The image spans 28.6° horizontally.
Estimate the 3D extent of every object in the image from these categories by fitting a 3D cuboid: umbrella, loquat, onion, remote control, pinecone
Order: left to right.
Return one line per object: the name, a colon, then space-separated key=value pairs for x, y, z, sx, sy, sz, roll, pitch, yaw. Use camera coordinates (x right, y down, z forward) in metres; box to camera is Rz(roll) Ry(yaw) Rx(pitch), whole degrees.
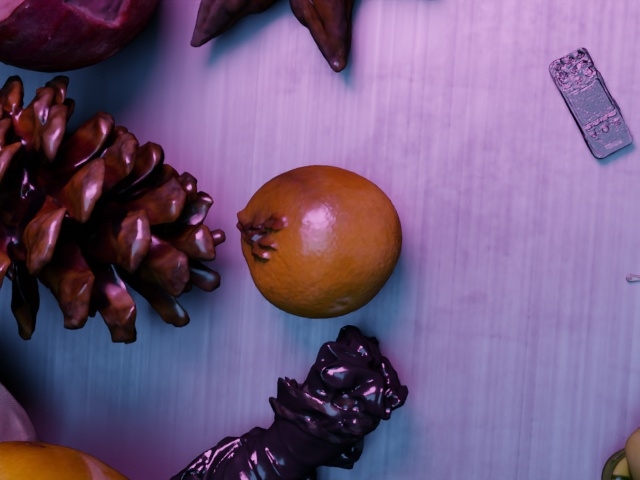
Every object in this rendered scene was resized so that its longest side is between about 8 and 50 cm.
onion: x=-0.245 y=-0.255 z=1.073 sx=0.272 sy=0.230 sz=0.256 roll=-43 pitch=74 yaw=10
pinecone: x=-0.231 y=-0.013 z=1.078 sx=0.309 sy=0.244 sz=0.244 roll=26 pitch=98 yaw=-20
umbrella: x=-0.036 y=0.196 z=1.116 sx=0.272 sy=0.122 sz=0.110 roll=-46 pitch=39 yaw=13
loquat: x=0.000 y=0.000 z=1.086 sx=0.141 sy=0.141 sz=0.141 roll=0 pitch=92 yaw=12
remote control: x=0.235 y=-0.119 z=1.092 sx=0.039 sy=0.014 sz=0.096 roll=-28 pitch=85 yaw=11

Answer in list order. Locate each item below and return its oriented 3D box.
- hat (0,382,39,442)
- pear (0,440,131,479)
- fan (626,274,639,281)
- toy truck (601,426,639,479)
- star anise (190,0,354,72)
hat: x=-0.398 y=0.190 z=1.175 sx=0.219 sy=0.164 sz=0.226 roll=41 pitch=78 yaw=9
pear: x=-0.242 y=0.326 z=1.083 sx=0.285 sy=0.336 sz=0.284 roll=-1 pitch=62 yaw=2
fan: x=0.307 y=0.035 z=1.086 sx=0.083 sy=0.004 sz=0.056 roll=1 pitch=93 yaw=12
toy truck: x=0.354 y=0.220 z=1.021 sx=0.211 sy=0.148 sz=0.187 roll=-16 pitch=91 yaw=-9
star anise: x=-0.029 y=-0.300 z=1.097 sx=0.315 sy=0.108 sz=0.315 roll=1 pitch=95 yaw=13
